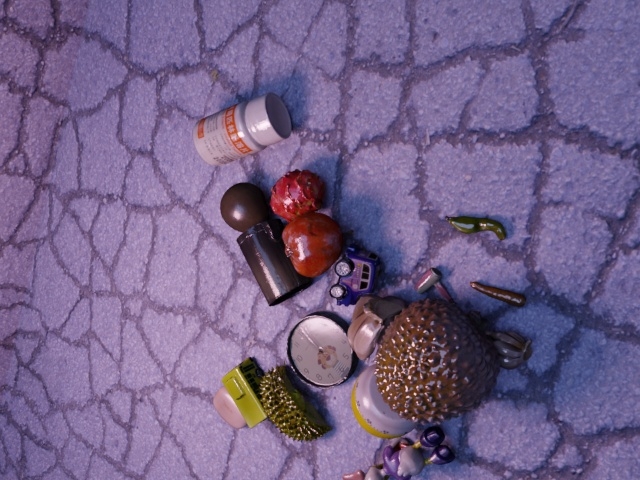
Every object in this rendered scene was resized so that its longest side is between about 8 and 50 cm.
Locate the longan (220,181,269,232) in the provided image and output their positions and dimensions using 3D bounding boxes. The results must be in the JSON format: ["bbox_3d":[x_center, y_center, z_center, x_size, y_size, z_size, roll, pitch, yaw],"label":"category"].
[{"bbox_3d":[-0.315,-0.132,2.103,0.197,0.197,0.220,-28,79,25],"label":"longan"}]

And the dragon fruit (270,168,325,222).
[{"bbox_3d":[-0.102,-0.167,1.997,0.268,0.210,0.205,-41,37,53],"label":"dragon fruit"}]

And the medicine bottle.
[{"bbox_3d":[-0.321,-0.451,2.080,0.372,0.211,0.210,-14,86,27],"label":"medicine bottle"}]

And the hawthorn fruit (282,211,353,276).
[{"bbox_3d":[0.000,0.000,1.889,0.272,0.242,0.241,-24,79,-16],"label":"hawthorn fruit"}]

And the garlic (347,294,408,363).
[{"bbox_3d":[0.209,0.308,1.822,0.210,0.237,0.291,11,137,0],"label":"garlic"}]

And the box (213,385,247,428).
[{"bbox_3d":[-0.383,0.731,2.235,0.200,0.088,0.146,39,108,19],"label":"box"}]

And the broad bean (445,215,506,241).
[{"bbox_3d":[0.536,-0.051,1.757,0.214,0.048,0.070,17,99,22],"label":"broad bean"}]

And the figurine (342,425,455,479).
[{"bbox_3d":[0.286,0.823,1.846,0.421,0.193,0.154,-39,79,28],"label":"figurine"}]

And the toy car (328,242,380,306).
[{"bbox_3d":[0.134,0.140,1.912,0.158,0.172,0.235,14,104,11],"label":"toy car"}]

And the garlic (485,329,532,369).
[{"bbox_3d":[0.599,0.350,1.703,0.194,0.131,0.127,31,73,32],"label":"garlic"}]

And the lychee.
[{"bbox_3d":[0.371,0.385,1.643,0.432,0.380,0.380,-42,72,-5],"label":"lychee"}]

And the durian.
[{"bbox_3d":[-0.124,0.667,2.061,0.157,0.169,0.355,-46,72,28],"label":"durian"}]

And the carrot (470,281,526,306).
[{"bbox_3d":[0.605,0.179,1.739,0.191,0.047,0.047,20,101,28],"label":"carrot"}]

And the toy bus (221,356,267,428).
[{"bbox_3d":[-0.297,0.643,2.154,0.128,0.150,0.262,-40,77,24],"label":"toy bus"}]

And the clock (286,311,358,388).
[{"bbox_3d":[0.005,0.442,2.042,0.313,0.061,0.312,2,94,26],"label":"clock"}]

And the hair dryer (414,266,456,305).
[{"bbox_3d":[0.426,0.182,1.827,0.154,0.054,0.106,41,114,15],"label":"hair dryer"}]

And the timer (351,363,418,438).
[{"bbox_3d":[0.228,0.596,1.852,0.285,0.285,0.285,1,93,27],"label":"timer"}]

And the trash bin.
[{"bbox_3d":[-0.183,0.088,2.039,0.252,0.203,0.301,-39,74,52],"label":"trash bin"}]
